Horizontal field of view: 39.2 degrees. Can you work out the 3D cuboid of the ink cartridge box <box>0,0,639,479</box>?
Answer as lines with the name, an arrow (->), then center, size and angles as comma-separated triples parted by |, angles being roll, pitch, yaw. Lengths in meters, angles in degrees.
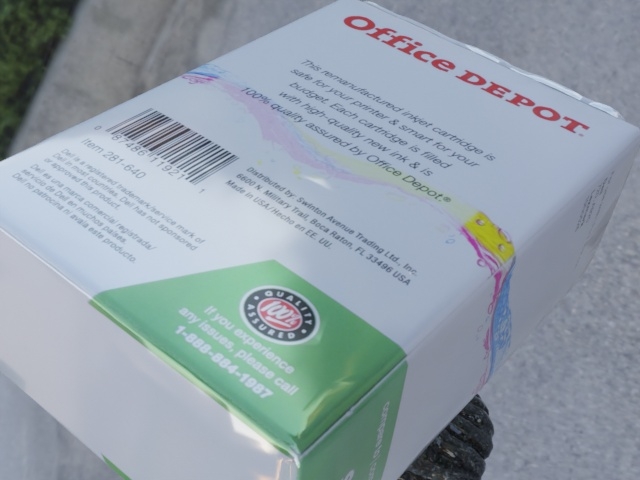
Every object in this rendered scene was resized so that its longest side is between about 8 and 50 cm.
ink cartridge box -> 0.000, 0.000, 0.453 | 0.201, 0.278, 0.117 | 32, 137, 26

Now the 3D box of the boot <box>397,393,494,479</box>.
boot -> -0.043, 0.112, 0.741 | 0.131, 0.260, 0.348 | -63, 20, -6
